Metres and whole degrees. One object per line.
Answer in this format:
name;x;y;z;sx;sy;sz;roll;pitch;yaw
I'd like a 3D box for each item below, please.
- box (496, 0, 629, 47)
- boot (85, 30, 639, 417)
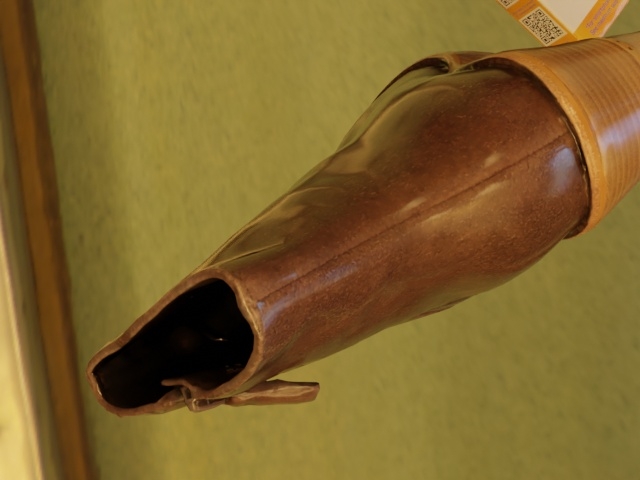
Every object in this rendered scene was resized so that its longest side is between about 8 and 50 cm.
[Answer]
box;0.095;-0.158;0.936;0.136;0.028;0.081;43;64;-11
boot;0.000;0.000;0.700;0.207;0.248;0.090;-27;90;-28
